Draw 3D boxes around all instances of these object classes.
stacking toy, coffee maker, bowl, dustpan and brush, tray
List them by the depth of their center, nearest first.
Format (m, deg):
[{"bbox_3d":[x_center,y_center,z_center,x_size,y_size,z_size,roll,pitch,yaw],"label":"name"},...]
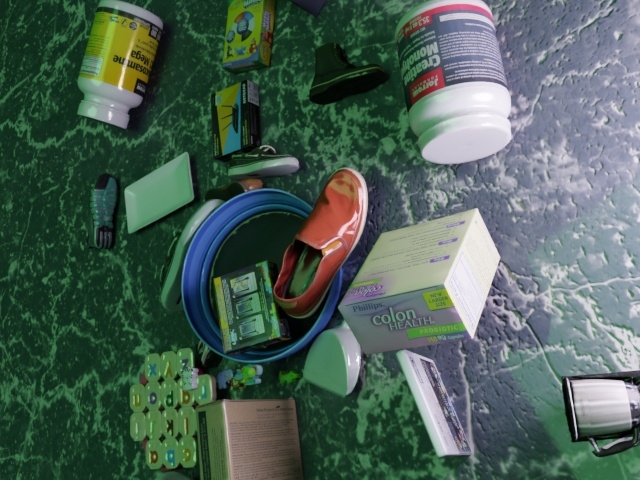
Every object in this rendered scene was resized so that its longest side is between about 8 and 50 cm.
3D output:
[{"bbox_3d":[0.473,0.248,1.091,0.178,0.171,0.120,-8,98,15],"label":"coffee maker"},{"bbox_3d":[0.042,0.208,1.483,0.147,0.060,0.211,12,95,48],"label":"dustpan and brush"},{"bbox_3d":[-0.178,0.299,1.555,0.221,0.167,0.052,-15,72,36],"label":"stacking toy"},{"bbox_3d":[-0.131,0.080,1.574,0.391,0.077,0.391,-6,74,23],"label":"bowl"},{"bbox_3d":[-0.439,-0.126,1.928,0.270,0.030,0.145,-23,68,32],"label":"tray"}]

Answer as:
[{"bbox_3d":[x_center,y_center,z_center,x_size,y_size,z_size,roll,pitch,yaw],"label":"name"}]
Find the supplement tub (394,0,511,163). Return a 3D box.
[{"bbox_3d":[0.252,-0.303,1.330,0.191,0.191,0.272,-19,70,34],"label":"supplement tub"}]

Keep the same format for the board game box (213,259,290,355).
[{"bbox_3d":[-0.148,0.145,1.494,0.141,0.048,0.170,-19,69,22],"label":"board game box"}]

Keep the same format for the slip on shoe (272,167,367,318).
[{"bbox_3d":[0.000,0.000,1.435,0.123,0.101,0.331,23,85,29],"label":"slip on shoe"}]

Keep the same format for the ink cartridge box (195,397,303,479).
[{"bbox_3d":[-0.144,0.432,1.458,0.088,0.234,0.193,-19,69,32],"label":"ink cartridge box"}]

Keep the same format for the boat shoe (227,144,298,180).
[{"bbox_3d":[-0.142,-0.192,1.682,0.219,0.077,0.070,-3,80,39],"label":"boat shoe"}]

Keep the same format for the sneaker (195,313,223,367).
[{"bbox_3d":[-0.258,0.215,1.695,0.077,0.072,0.178,36,102,38],"label":"sneaker"}]

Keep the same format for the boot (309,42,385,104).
[{"bbox_3d":[0.055,-0.400,1.580,0.197,0.077,0.137,-9,71,35],"label":"boot"}]

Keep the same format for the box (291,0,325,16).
[{"bbox_3d":[-0.078,-0.632,1.671,0.158,0.156,0.093,44,108,35],"label":"box"}]

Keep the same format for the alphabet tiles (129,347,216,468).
[{"bbox_3d":[-0.362,0.409,1.706,0.284,0.021,0.278,-14,73,32],"label":"alphabet tiles"}]

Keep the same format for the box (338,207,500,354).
[{"bbox_3d":[0.185,0.074,1.268,0.213,0.243,0.117,-15,114,34],"label":"box"}]

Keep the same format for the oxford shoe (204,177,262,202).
[{"bbox_3d":[-0.215,-0.108,1.734,0.212,0.076,0.076,-11,104,50],"label":"oxford shoe"}]

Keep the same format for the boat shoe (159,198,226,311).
[{"bbox_3d":[-0.331,0.021,1.742,0.119,0.121,0.335,51,119,39],"label":"boat shoe"}]

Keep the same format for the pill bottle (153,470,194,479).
[{"bbox_3d":[-0.407,0.682,1.656,0.278,0.162,0.162,-43,58,23],"label":"pill bottle"}]

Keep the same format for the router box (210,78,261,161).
[{"bbox_3d":[-0.216,-0.302,1.781,0.133,0.046,0.179,-14,73,35],"label":"router box"}]

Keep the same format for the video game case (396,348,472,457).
[{"bbox_3d":[0.205,0.295,1.257,0.022,0.173,0.190,-29,64,16],"label":"video game case"}]

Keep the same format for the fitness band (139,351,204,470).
[{"bbox_3d":[-0.379,0.426,1.756,0.209,0.054,0.291,2,84,38],"label":"fitness band"}]

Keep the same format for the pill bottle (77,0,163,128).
[{"bbox_3d":[-0.584,-0.500,2.014,0.188,0.188,0.334,17,92,38],"label":"pill bottle"}]

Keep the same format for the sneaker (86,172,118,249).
[{"bbox_3d":[-0.655,-0.085,2.055,0.098,0.083,0.224,-4,79,42],"label":"sneaker"}]

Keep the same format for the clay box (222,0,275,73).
[{"bbox_3d":[-0.183,-0.549,1.801,0.127,0.053,0.222,-2,81,37],"label":"clay box"}]
